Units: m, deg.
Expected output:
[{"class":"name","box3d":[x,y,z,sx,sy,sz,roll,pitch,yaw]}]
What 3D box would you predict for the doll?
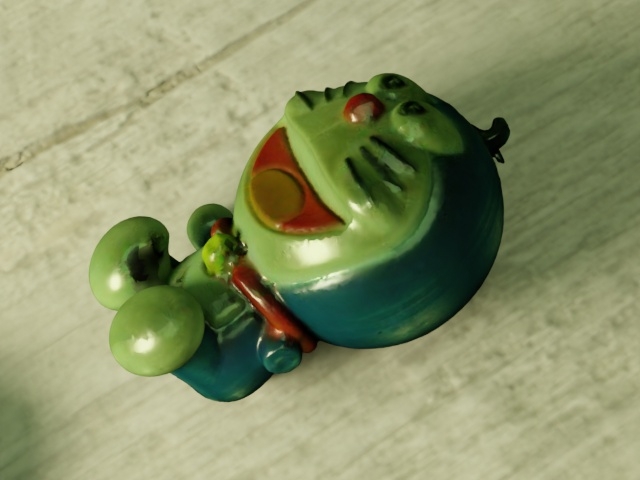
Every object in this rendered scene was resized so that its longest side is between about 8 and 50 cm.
[{"class":"doll","box3d":[0.000,0.001,1.048,0.321,0.186,0.199,-30,44,7]}]
